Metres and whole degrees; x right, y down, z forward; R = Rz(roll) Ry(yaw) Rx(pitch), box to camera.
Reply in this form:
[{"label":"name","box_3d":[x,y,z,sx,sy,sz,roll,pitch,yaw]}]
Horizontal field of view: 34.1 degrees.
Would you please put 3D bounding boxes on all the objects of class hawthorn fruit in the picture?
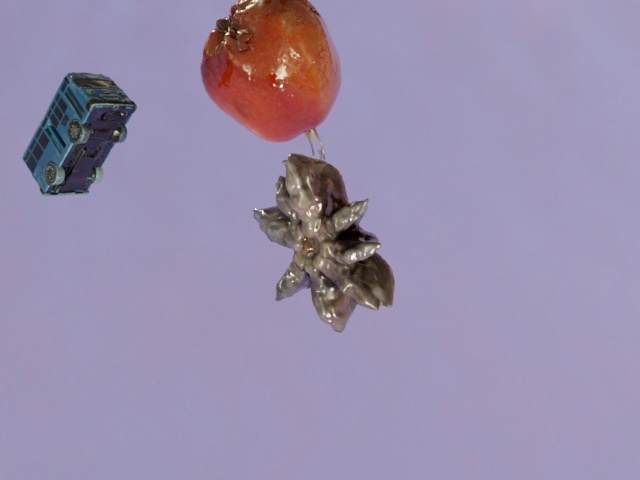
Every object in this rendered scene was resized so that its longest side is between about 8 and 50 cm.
[{"label":"hawthorn fruit","box_3d":[-0.057,-0.246,1.622,0.211,0.299,0.211,-25,-148,17]}]

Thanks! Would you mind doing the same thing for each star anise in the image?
[{"label":"star anise","box_3d":[0.000,0.000,1.288,0.229,0.236,0.093,18,-145,38]}]

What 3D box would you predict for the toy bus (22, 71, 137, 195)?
[{"label":"toy bus","box_3d":[-0.359,-0.160,1.541,0.090,0.184,0.106,-4,-130,-49]}]
